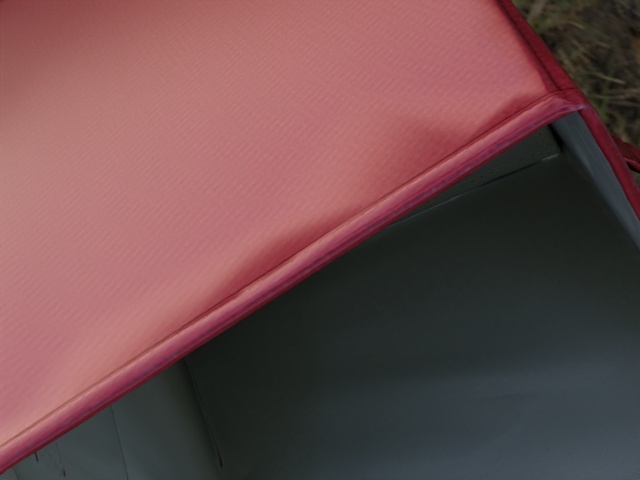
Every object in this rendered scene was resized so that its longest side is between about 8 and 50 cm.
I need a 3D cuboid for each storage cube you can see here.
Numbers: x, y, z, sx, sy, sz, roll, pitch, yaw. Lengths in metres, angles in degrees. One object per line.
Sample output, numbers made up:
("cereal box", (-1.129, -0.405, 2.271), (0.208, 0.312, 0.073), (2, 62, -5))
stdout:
("storage cube", (0.000, 0.000, 0.480), (0.215, 0.184, 0.193), (-33, 46, 8))
